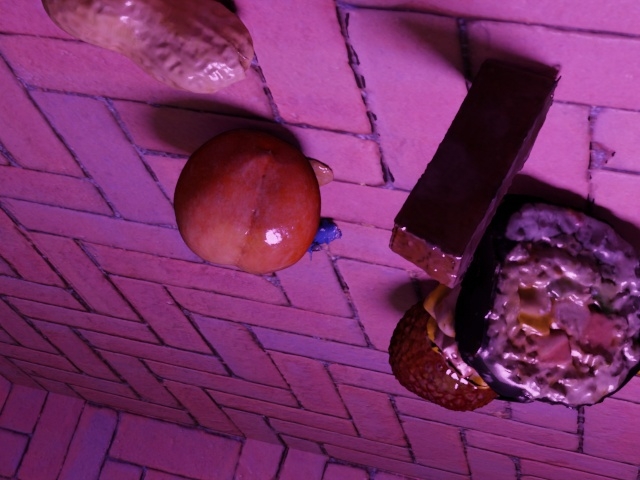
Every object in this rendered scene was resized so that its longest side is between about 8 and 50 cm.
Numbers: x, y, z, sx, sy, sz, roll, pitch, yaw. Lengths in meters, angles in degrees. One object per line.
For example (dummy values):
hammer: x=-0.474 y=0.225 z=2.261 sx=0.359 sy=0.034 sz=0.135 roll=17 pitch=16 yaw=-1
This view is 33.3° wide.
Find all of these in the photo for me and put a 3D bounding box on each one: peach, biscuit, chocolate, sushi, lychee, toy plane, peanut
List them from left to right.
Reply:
peanut: x=-0.244 y=-0.303 z=1.490 sx=0.313 sy=0.149 sz=0.149 roll=22 pitch=156 yaw=-11
peach: x=-0.119 y=-0.068 z=1.792 sx=0.252 sy=0.252 sz=0.252 roll=15 pitch=156 yaw=7
biscuit: x=-0.035 y=-0.112 z=1.897 sx=0.071 sy=0.018 sz=0.147 roll=31 pitch=151 yaw=-30
toy plane: x=0.000 y=0.000 z=2.085 sx=0.062 sy=0.054 sz=0.167 roll=-1 pitch=163 yaw=-24
lychee: x=0.266 y=0.218 z=2.145 sx=0.261 sy=0.260 sz=0.260 roll=15 pitch=156 yaw=7
chocolate: x=0.204 y=-0.102 z=1.420 sx=0.112 sy=0.321 sz=0.112 roll=26 pitch=157 yaw=12
sushi: x=0.355 y=0.110 z=1.783 sx=0.329 sy=0.327 sz=0.285 roll=8 pitch=172 yaw=-13

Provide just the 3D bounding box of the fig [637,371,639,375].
fig: x=0.601 y=0.217 z=2.088 sx=0.166 sy=0.093 sz=0.093 roll=9 pitch=155 yaw=21
